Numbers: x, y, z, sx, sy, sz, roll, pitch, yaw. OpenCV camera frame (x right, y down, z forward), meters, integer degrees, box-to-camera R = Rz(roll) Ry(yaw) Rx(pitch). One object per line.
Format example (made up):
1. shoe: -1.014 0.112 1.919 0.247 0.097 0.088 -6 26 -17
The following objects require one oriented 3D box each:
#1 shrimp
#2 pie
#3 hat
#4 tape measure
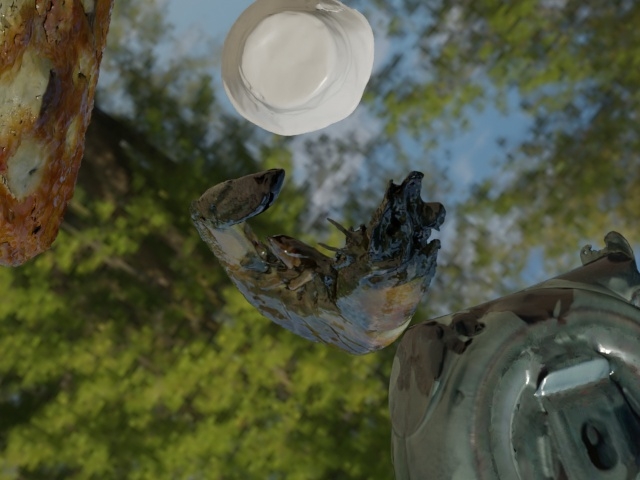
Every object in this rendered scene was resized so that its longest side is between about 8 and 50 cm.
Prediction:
1. shrimp: 0.000 0.000 1.561 0.085 0.272 0.445 -58 -176 -25
2. pie: -0.203 -0.143 0.989 0.308 0.085 0.308 14 90 -77
3. hat: -0.036 -0.221 1.832 0.203 0.203 0.126 -51 180 10
4. tape measure: 0.187 0.156 1.194 0.256 0.275 0.147 -18 175 -22
